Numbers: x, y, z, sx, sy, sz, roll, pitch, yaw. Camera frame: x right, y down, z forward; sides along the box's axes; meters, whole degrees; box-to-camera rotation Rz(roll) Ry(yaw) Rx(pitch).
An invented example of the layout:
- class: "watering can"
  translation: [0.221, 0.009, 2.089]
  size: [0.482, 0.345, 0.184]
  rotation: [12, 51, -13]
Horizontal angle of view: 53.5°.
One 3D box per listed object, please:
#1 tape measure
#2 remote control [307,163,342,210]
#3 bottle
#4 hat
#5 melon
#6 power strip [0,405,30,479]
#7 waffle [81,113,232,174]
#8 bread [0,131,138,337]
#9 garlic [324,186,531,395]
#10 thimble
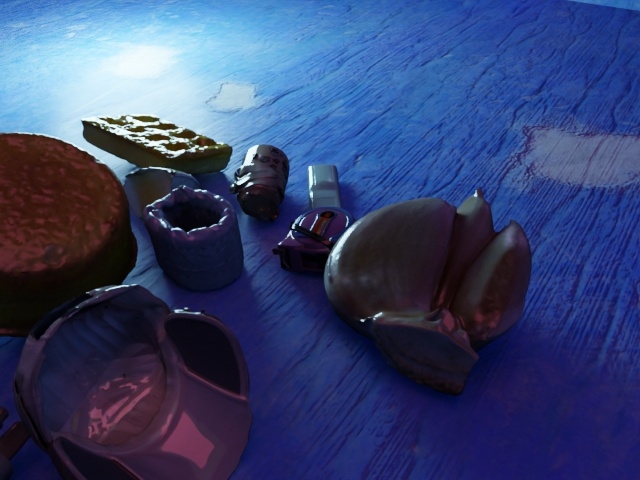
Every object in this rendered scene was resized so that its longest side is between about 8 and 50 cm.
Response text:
- class: "tape measure"
  translation: [0.000, 0.000, 1.016]
  size: [0.125, 0.074, 0.118]
  rotation: [9, 40, 20]
- class: "remote control"
  translation: [0.007, -0.090, 1.171]
  size: [0.061, 0.029, 0.162]
  rotation: [-4, 37, -1]
- class: "bottle"
  translation: [-0.107, -0.098, 1.133]
  size: [0.098, 0.099, 0.152]
  rotation: [2, 40, 4]
- class: "hat"
  translation: [-0.210, 0.183, 0.725]
  size: [0.275, 0.161, 0.232]
  rotation: [34, 56, 6]
- class: "melon"
  translation: [-0.269, -0.073, 1.128]
  size: [0.139, 0.093, 0.202]
  rotation: [3, -4, -41]
- class: "power strip"
  translation: [-0.442, 0.184, 0.667]
  size: [0.261, 0.229, 0.141]
  rotation: [39, 41, -4]
- class: "waffle"
  translation: [-0.325, -0.190, 1.252]
  size: [0.274, 0.057, 0.168]
  rotation: [25, 26, 30]
- class: "bread"
  translation: [-0.413, -0.015, 0.918]
  size: [0.312, 0.172, 0.312]
  rotation: [12, 53, -16]
- class: "garlic"
  translation: [0.144, 0.054, 0.891]
  size: [0.278, 0.132, 0.325]
  rotation: [11, 41, 14]
- class: "thimble"
  translation: [-0.194, -0.006, 0.991]
  size: [0.151, 0.118, 0.127]
  rotation: [25, 46, 30]
